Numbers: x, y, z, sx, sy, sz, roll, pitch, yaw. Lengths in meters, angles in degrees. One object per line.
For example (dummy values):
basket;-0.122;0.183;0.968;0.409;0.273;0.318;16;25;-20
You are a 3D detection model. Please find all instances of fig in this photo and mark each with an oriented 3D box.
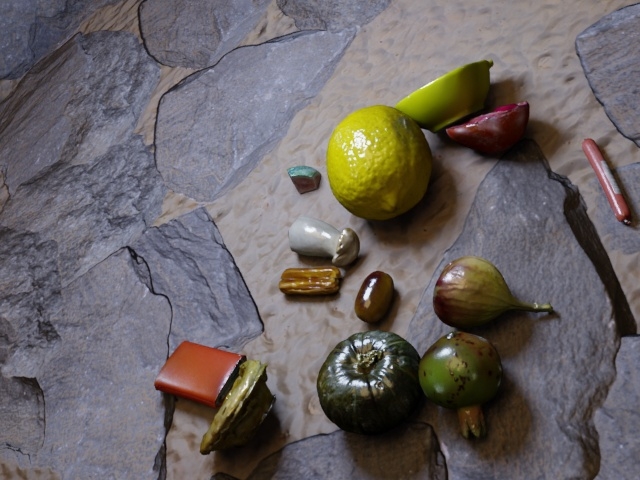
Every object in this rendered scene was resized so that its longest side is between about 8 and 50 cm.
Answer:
fig;0.335;0.097;1.509;0.230;0.160;0.143;-11;93;22

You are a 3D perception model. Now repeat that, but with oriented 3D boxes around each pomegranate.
pomegranate;0.273;0.271;1.428;0.159;0.159;0.205;-15;78;21

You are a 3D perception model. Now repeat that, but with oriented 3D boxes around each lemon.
lemon;0.133;-0.188;1.763;0.253;0.253;0.310;-21;49;17

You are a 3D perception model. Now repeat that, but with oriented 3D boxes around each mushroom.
mushroom;-0.001;-0.001;1.815;0.212;0.088;0.097;22;60;37

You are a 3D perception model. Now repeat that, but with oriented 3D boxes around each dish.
dish;0.315;-0.335;1.813;0.262;0.108;0.221;-27;1;-43

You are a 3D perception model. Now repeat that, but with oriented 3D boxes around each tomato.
tomato;0.395;-0.247;1.727;0.189;0.099;0.173;-21;9;-2

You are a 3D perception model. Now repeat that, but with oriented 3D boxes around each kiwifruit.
kiwifruit;0.119;0.126;1.664;0.075;0.075;0.124;4;58;33

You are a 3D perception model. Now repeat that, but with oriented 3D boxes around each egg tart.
egg tart;-0.170;0.366;1.611;0.106;0.241;0.241;32;73;-1

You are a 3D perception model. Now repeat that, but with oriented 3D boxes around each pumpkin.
pumpkin;0.099;0.281;1.508;0.223;0.157;0.224;-13;43;13

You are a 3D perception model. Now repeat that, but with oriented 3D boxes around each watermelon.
watermelon;-0.047;-0.162;1.973;0.084;0.092;0.072;-9;93;36

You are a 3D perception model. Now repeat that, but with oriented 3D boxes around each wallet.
wallet;-0.283;0.316;1.784;0.204;0.045;0.142;7;53;35

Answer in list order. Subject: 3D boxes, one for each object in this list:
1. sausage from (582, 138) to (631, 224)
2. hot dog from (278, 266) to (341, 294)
sausage;0.602;-0.129;1.584;0.034;0.034;0.253;-21;49;17
hot dog;-0.029;0.097;1.791;0.165;0.045;0.071;-4;58;29
